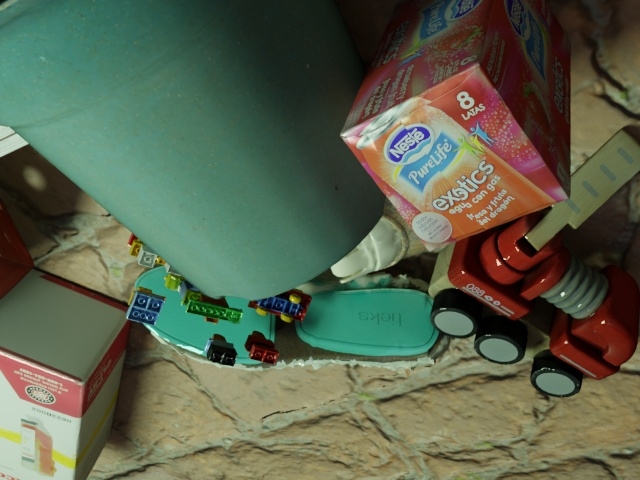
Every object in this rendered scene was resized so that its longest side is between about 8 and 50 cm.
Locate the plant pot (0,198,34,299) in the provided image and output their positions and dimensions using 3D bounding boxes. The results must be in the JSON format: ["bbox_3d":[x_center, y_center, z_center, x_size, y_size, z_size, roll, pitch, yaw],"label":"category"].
[{"bbox_3d":[-0.505,0.000,0.872,0.236,0.267,0.267,-28,88,-10],"label":"plant pot"}]

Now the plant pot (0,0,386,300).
[{"bbox_3d":[-0.107,-0.142,0.651,0.341,0.341,0.334,-15,131,28],"label":"plant pot"}]

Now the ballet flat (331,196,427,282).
[{"bbox_3d":[0.000,0.000,0.863,0.316,0.106,0.107,-1,129,18],"label":"ballet flat"}]

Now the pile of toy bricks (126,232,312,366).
[{"bbox_3d":[-0.129,0.061,0.849,0.212,0.105,0.118,19,104,-24],"label":"pile of toy bricks"}]

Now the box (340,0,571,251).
[{"bbox_3d":[0.125,-0.130,0.613,0.123,0.256,0.128,-24,118,34],"label":"box"}]

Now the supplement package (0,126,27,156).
[{"bbox_3d":[-0.341,-0.231,0.754,0.139,0.133,0.244,-15,123,31],"label":"supplement package"}]

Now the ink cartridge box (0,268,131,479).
[{"bbox_3d":[-0.475,0.229,1.169,0.279,0.160,0.384,21,132,-1],"label":"ink cartridge box"}]

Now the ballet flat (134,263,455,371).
[{"bbox_3d":[-0.031,0.101,0.945,0.409,0.147,0.147,6,130,13],"label":"ballet flat"}]

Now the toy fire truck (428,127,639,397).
[{"bbox_3d":[0.270,0.026,0.793,0.217,0.158,0.246,31,141,-9],"label":"toy fire truck"}]
